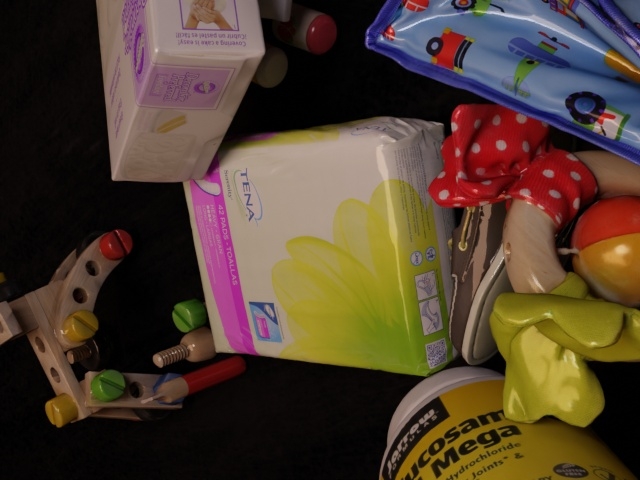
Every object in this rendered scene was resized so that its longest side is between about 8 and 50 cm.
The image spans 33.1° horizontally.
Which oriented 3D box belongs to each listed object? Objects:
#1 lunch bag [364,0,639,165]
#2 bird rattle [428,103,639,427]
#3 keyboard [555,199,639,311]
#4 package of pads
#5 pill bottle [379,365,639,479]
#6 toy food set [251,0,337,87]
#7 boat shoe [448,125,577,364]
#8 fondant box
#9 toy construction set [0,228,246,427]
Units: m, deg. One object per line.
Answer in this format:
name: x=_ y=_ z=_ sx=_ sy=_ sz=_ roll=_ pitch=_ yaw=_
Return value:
lunch bag: x=0.218 y=-0.125 z=0.714 sx=0.293 sy=0.221 sz=0.138 roll=40 pitch=127 yaw=28
bird rattle: x=0.189 y=0.006 z=0.782 sx=0.143 sy=0.207 sz=0.253 roll=109 pitch=158 yaw=-52
keyboard: x=0.246 y=-0.027 z=0.861 sx=0.100 sy=0.038 sz=0.192 roll=27 pitch=121 yaw=8
package of pads: x=0.000 y=0.000 z=1.047 sx=0.297 sy=0.101 sz=0.229 roll=1 pitch=104 yaw=43
pill bottle: x=0.146 y=0.215 z=0.814 sx=0.334 sy=0.188 sz=0.187 roll=-117 pitch=22 yaw=-76
toy food set: x=-0.007 y=-0.245 z=0.970 sx=0.104 sy=0.111 sz=0.232 roll=28 pitch=121 yaw=35
boat shoe: x=0.150 y=-0.004 z=0.920 sx=0.069 sy=0.081 sz=0.227 roll=31 pitch=115 yaw=37
fondant box: x=-0.145 y=-0.251 z=0.993 sx=0.238 sy=0.096 sz=0.330 roll=129 pitch=135 yaw=-61
toy construction set: x=-0.276 y=0.134 z=1.254 sx=0.309 sy=0.237 sz=0.257 roll=9 pitch=108 yaw=41
